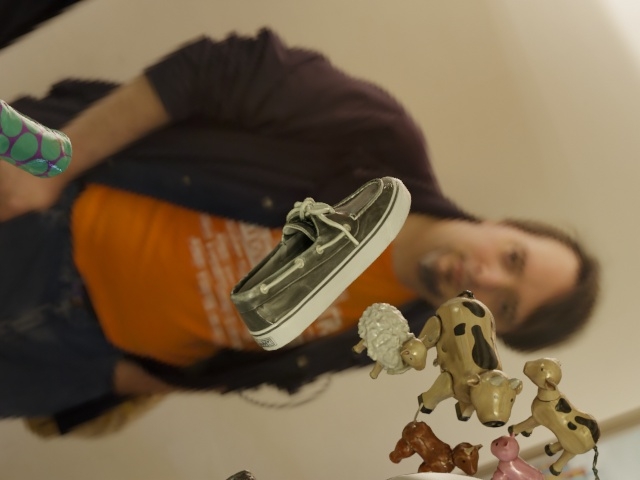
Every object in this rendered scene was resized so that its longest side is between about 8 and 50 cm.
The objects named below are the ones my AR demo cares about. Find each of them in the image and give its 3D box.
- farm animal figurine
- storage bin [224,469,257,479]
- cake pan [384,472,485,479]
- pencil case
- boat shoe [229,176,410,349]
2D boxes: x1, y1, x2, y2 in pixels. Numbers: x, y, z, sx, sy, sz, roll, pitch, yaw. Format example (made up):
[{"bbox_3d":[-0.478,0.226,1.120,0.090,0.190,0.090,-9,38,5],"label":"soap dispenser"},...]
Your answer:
[{"bbox_3d":[0.246,0.213,1.985,0.330,0.172,0.326,-2,55,-37],"label":"farm animal figurine"},{"bbox_3d":[-0.106,0.390,1.790,0.084,0.122,0.180,52,-7,30],"label":"storage bin"},{"bbox_3d":[0.155,0.330,1.417,0.293,0.293,0.054,-91,-168,-70],"label":"cake pan"},{"bbox_3d":[-0.367,-0.126,1.639,0.070,0.064,0.152,52,9,29],"label":"pencil case"},{"bbox_3d":[-0.003,0.000,1.717,0.113,0.306,0.105,-1,-52,56],"label":"boat shoe"}]
